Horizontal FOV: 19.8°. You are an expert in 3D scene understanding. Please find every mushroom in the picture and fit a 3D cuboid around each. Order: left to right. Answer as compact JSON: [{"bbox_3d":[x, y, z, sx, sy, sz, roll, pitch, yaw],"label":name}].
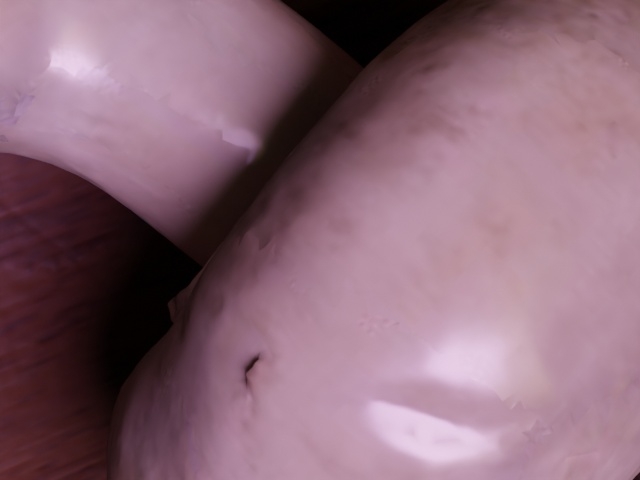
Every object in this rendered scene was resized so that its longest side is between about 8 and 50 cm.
[{"bbox_3d":[0.025,0.022,0.719,0.356,0.315,0.315,13,102,-42],"label":"mushroom"}]

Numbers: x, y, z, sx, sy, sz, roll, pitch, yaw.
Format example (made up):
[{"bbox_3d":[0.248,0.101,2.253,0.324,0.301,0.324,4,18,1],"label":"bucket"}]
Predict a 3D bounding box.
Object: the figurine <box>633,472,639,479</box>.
[{"bbox_3d":[0.251,0.110,0.982,0.186,0.176,0.287,38,67,7],"label":"figurine"}]
